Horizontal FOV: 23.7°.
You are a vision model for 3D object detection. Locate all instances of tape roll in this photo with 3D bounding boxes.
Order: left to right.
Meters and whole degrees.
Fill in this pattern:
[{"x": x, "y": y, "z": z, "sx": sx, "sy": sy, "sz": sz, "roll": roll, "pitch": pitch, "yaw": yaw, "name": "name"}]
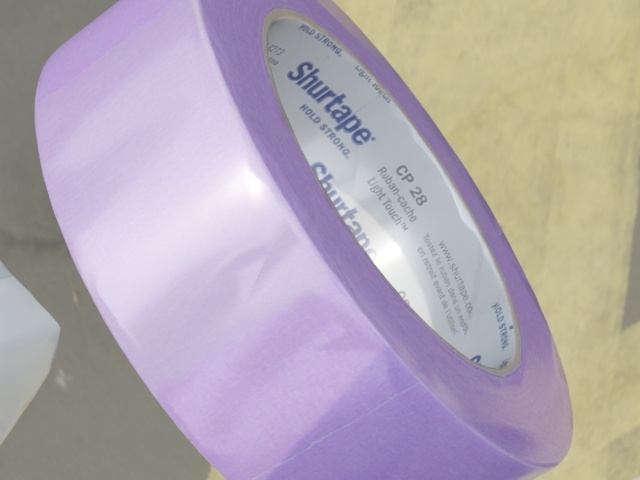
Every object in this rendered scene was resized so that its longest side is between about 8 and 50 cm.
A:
[{"x": 0.000, "y": 0.000, "z": 0.678, "sx": 0.090, "sy": 0.275, "sz": 0.274, "roll": -33, "pitch": 66, "yaw": 18, "name": "tape roll"}]

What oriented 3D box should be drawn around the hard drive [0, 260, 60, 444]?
[{"x": -0.204, "y": 0.112, "z": 0.312, "sx": 0.040, "sy": 0.307, "sz": 0.203, "roll": 45, "pitch": 118, "yaw": 15, "name": "hard drive"}]
